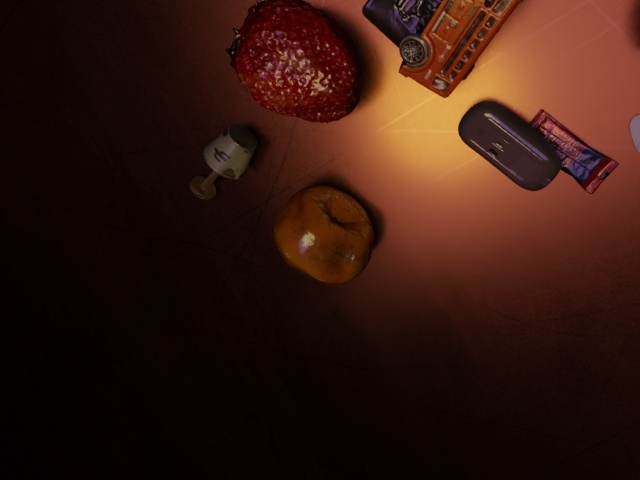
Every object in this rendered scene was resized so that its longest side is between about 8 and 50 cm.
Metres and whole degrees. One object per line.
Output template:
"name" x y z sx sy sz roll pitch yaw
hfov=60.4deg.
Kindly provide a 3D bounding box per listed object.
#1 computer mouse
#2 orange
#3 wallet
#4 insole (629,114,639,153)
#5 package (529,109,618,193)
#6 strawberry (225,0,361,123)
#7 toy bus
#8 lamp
"computer mouse" 0.403 -0.203 1.178 0.232 0.057 0.120 39 140 7
"orange" 0.000 0.000 1.309 0.249 0.249 0.183 42 131 1
"wallet" 0.219 -0.482 1.162 0.229 0.049 0.182 43 119 2
"insole" 0.703 -0.175 1.131 0.065 0.004 0.197 -33 96 25
"package" 0.526 -0.188 1.175 0.200 0.022 0.083 37 116 4
"strawberry" -0.035 -0.374 1.168 0.288 0.250 0.239 33 114 30
"toy bus" 0.279 -0.434 1.008 0.153 0.143 0.329 34 136 1
"lamp" -0.248 -0.189 1.379 0.121 0.121 0.214 47 124 -2
